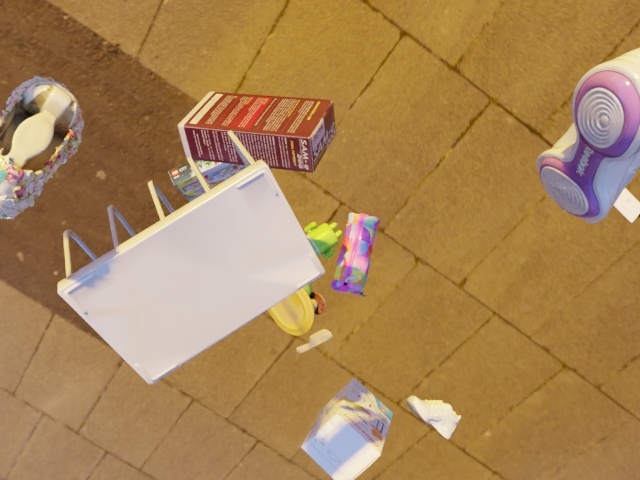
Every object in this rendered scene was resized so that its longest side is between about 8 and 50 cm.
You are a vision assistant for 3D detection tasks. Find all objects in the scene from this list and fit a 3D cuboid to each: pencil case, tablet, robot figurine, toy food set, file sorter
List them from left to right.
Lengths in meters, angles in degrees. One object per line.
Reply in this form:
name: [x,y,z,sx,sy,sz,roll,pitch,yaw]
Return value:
file sorter: [-0.176,0.012,0.791,0.277,0.173,0.193,-32,128,-6]
toy food set: [-0.049,0.126,1.242,0.218,0.071,0.128,55,132,10]
robot figurine: [0.000,0.000,1.518,0.115,0.067,0.101,-33,89,-8]
pencil case: [0.098,0.039,1.622,0.104,0.104,0.237,12,76,5]
tablet: [0.732,-0.089,1.401,0.083,0.006,0.054,43,80,-6]

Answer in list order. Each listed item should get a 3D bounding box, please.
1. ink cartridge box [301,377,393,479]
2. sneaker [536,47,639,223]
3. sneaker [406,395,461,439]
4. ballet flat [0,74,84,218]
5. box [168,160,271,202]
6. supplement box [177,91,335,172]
ink cartridge box: [0.085,0.561,1.729,0.171,0.232,0.168,42,110,3]
sneaker: [0.355,-0.119,0.685,0.152,0.305,0.114,-33,71,-7]
sneaker: [0.233,0.351,1.210,0.152,0.053,0.061,42,86,-31]
ballet flat: [-0.292,-0.115,0.611,0.091,0.241,0.077,33,122,-30]
box: [-0.250,-0.179,1.489,0.232,0.159,0.044,-25,75,-2]
supplement box: [-0.106,-0.191,1.012,0.239,0.130,0.073,8,132,17]
